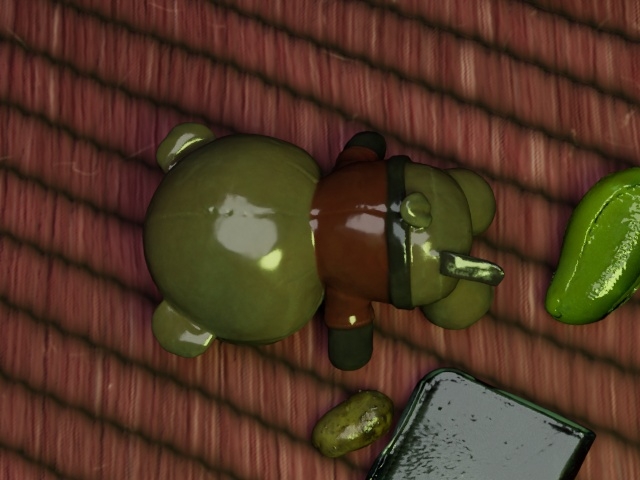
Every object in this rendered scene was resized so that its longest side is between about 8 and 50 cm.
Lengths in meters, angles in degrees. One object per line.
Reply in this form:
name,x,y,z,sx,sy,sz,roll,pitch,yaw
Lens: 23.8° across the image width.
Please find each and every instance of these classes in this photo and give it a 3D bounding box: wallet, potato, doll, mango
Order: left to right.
doll,0.000,0.000,1.389,0.330,0.174,0.235,-1,78,5
potato,0.031,0.170,1.398,0.083,0.040,0.051,-31,35,4
wallet,0.104,0.277,1.352,0.172,0.045,0.318,24,76,11
mango,0.266,0.007,1.409,0.091,0.074,0.165,36,92,10
